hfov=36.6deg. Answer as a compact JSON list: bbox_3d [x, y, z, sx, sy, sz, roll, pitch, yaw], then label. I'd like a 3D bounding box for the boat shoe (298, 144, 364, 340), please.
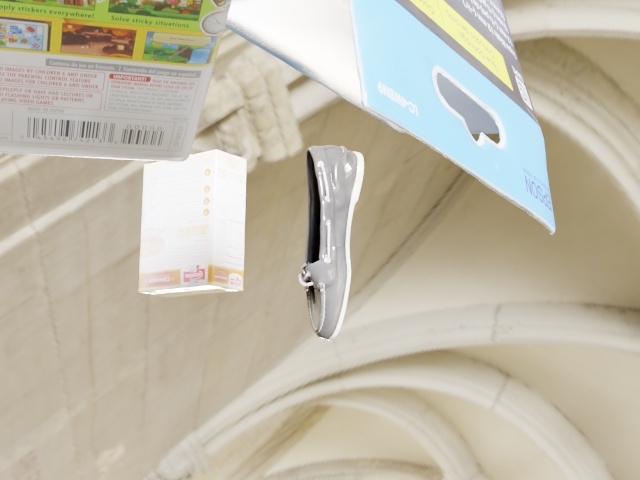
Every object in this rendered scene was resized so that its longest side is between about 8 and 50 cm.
[{"bbox_3d":[0.000,0.000,1.659,0.112,0.095,0.335,167,-68,-69],"label":"boat shoe"}]

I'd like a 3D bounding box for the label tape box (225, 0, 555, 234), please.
[{"bbox_3d":[0.016,-0.174,0.588,0.115,0.249,0.348,-22,-113,28],"label":"label tape box"}]

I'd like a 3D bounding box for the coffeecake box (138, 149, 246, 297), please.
[{"bbox_3d":[-0.178,-0.020,1.341,0.142,0.068,0.186,-7,-103,36],"label":"coffeecake box"}]

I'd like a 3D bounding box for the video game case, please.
[{"bbox_3d":[-0.152,-0.106,0.407,0.206,0.226,0.026,118,-31,-55],"label":"video game case"}]
